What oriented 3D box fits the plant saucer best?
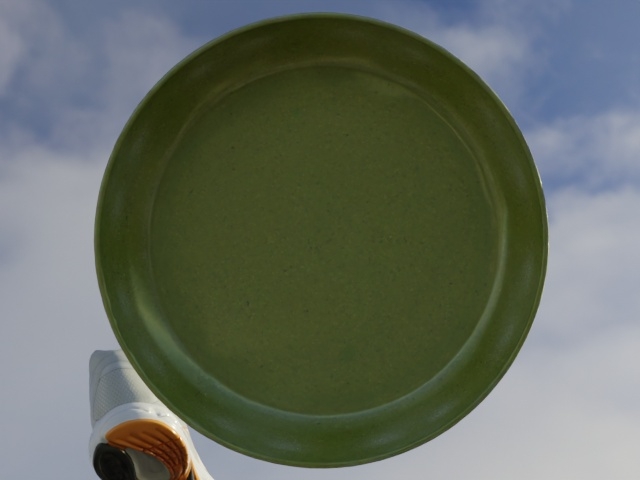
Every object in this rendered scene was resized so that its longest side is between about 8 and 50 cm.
[{"bbox_3d":[0.000,0.000,0.609,0.241,0.241,0.037,-18,-2,4],"label":"plant saucer"}]

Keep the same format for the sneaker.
[{"bbox_3d":[-0.151,0.191,1.033,0.099,0.121,0.262,-15,-39,-8],"label":"sneaker"}]
